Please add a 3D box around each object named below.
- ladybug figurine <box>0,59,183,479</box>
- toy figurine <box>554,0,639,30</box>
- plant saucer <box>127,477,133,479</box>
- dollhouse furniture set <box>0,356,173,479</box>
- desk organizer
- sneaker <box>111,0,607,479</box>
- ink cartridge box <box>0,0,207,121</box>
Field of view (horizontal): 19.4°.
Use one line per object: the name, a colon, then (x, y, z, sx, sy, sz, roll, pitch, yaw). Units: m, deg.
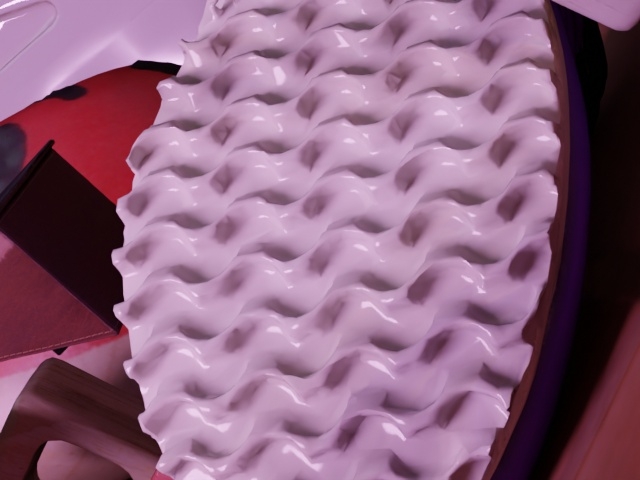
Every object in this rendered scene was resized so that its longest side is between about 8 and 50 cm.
ladybug figurine: (-0.132, 0.028, 0.913, 0.305, 0.162, 0.449, -30, 4, -34)
toy figurine: (0.062, -0.152, 0.320, 0.213, 0.148, 0.209, -65, 2, -11)
plant saucer: (-0.182, 0.129, 1.204, 0.310, 0.311, 0.050, -63, 28, 27)
dollhouse furniture set: (-0.090, 0.122, 0.621, 0.374, 0.152, 0.201, -63, 3, 21)
desk organizer: (-0.090, 0.011, 0.593, 0.047, 0.050, 0.130, -46, 9, 9)
sneaker: (0.030, -0.034, 0.474, 0.146, 0.102, 0.293, 50, -148, -49)
ink cartridge box: (-0.119, -0.101, 1.356, 0.279, 0.160, 0.385, -39, -9, 17)
